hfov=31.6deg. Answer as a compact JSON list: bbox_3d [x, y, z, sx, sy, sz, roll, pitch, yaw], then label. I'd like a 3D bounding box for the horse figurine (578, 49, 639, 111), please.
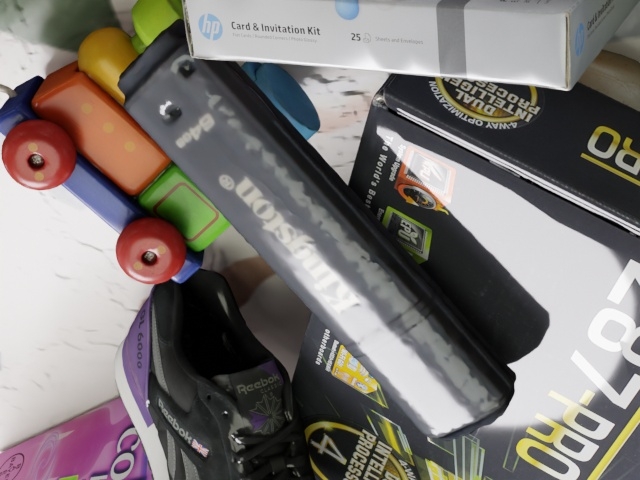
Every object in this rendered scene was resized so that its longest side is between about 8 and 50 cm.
[{"bbox_3d":[0.181,-0.099,0.645,0.263,0.066,0.174,14,125,-2],"label":"horse figurine"}]

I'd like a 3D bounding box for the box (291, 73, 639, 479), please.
[{"bbox_3d":[0.146,0.095,0.711,0.318,0.097,0.395,28,139,9],"label":"box"}]

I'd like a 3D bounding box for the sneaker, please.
[{"bbox_3d":[-0.055,0.146,0.758,0.107,0.283,0.124,-17,153,-33],"label":"sneaker"}]

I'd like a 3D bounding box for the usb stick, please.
[{"bbox_3d":[0.000,0.000,0.622,0.278,0.045,0.077,48,142,-8],"label":"usb stick"}]

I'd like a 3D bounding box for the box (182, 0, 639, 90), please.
[{"bbox_3d":[0.051,-0.122,0.549,0.186,0.145,0.038,8,122,27],"label":"box"}]

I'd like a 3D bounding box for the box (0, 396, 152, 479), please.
[{"bbox_3d":[-0.167,0.247,0.897,0.243,0.213,0.117,-25,125,27],"label":"box"}]

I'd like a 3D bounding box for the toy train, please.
[{"bbox_3d":[-0.128,-0.101,0.669,0.143,0.105,0.248,-41,110,17],"label":"toy train"}]
